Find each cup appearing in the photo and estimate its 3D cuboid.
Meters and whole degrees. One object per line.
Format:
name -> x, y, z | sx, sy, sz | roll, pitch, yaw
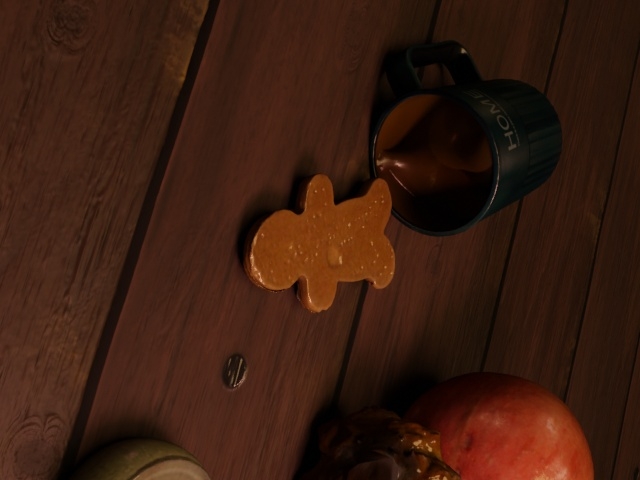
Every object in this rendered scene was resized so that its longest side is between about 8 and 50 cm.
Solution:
cup -> 0.244, -0.177, 1.460 | 0.292, 0.308, 0.242 | -21, 144, -48

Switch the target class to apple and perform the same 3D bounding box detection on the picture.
apple -> 0.313, 0.409, 1.493 | 0.364, 0.364, 0.364 | -11, 104, -50

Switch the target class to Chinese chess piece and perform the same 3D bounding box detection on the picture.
Chinese chess piece -> -0.229, 0.363, 1.039 | 0.238, 0.092, 0.237 | -10, 103, -51

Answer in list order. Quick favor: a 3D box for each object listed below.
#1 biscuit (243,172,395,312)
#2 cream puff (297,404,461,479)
biscuit -> 0.000, 0.000, 1.299 | 0.340, 0.047, 0.216 | -16, 105, -46
cream puff -> 0.091, 0.378, 1.306 | 0.155, 0.269, 0.241 | 48, 48, -56
